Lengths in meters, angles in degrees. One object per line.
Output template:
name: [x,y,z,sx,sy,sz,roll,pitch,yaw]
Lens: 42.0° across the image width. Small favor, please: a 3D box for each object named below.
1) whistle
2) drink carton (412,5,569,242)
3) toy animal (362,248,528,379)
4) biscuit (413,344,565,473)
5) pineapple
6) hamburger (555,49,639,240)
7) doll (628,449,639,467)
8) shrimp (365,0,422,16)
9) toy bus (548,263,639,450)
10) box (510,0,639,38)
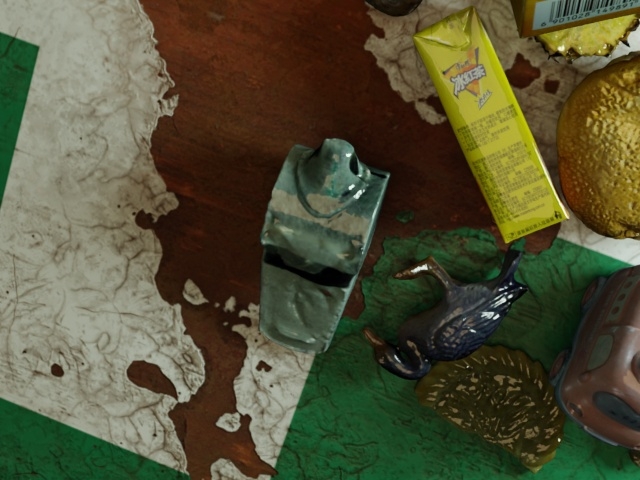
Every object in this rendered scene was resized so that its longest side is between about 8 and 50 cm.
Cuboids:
whistle: [-0.009,0.021,1.388,0.168,0.188,0.405,17,105,6]
drink carton: [0.266,-0.184,1.312,0.111,0.154,0.351,-24,97,14]
toy animal: [0.214,0.114,1.406,0.298,0.122,0.185,-24,86,7]
biscuit: [0.315,0.276,1.463,0.273,0.036,0.187,29,105,3]
pineapple: [0.402,-0.376,1.287,0.225,0.076,0.225,2,100,13]
hamburger: [0.508,-0.132,1.253,0.290,0.170,0.314,3,110,30]
doll: [0.665,0.349,1.400,0.286,0.091,0.203,29,114,-6]
shrimp: [0.055,-0.503,1.288,0.116,0.145,0.343,-37,109,-19]
toy bus: [0.503,0.169,1.282,0.197,0.232,0.294,29,74,3]
box: [0.459,-0.460,1.168,0.415,0.116,0.264,-10,69,7]
